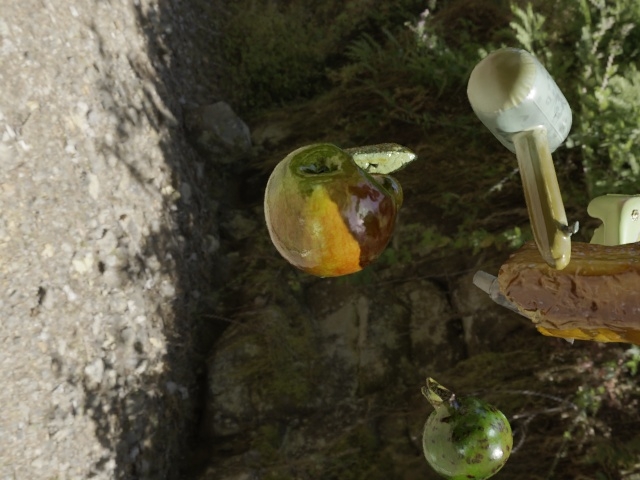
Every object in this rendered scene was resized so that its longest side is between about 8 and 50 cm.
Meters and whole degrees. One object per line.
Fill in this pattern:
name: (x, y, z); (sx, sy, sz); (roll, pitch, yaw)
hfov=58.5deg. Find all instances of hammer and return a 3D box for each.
hammer: (0.300, -0.106, 0.799); (0.202, 0.113, 0.305); (21, 57, -46)

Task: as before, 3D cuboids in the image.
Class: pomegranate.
pomegranate: (0.326, 0.442, 1.334); (0.263, 0.211, 0.211); (63, 12, -7)

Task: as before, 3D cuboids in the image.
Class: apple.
apple: (0.017, -0.063, 1.046); (0.246, 0.246, 0.226); (-90, 167, -54)

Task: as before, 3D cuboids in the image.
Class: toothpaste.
toothpaste: (0.508, 0.156, 1.437); (0.282, 0.068, 0.099); (34, 5, 39)

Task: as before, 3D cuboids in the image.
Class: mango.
mango: (0.134, -0.100, 1.279); (0.111, 0.089, 0.163); (46, -11, -22)

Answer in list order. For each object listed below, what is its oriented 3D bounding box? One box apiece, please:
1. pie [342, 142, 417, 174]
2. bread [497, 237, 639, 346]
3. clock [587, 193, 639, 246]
pie: (0.153, -0.231, 1.636); (0.201, 0.248, 0.090); (-109, -166, -80)
bread: (0.462, 0.081, 0.883); (0.195, 0.344, 0.148); (-25, 108, -45)
clock: (0.818, 0.052, 1.506); (0.117, 0.286, 0.348); (13, -78, 59)
